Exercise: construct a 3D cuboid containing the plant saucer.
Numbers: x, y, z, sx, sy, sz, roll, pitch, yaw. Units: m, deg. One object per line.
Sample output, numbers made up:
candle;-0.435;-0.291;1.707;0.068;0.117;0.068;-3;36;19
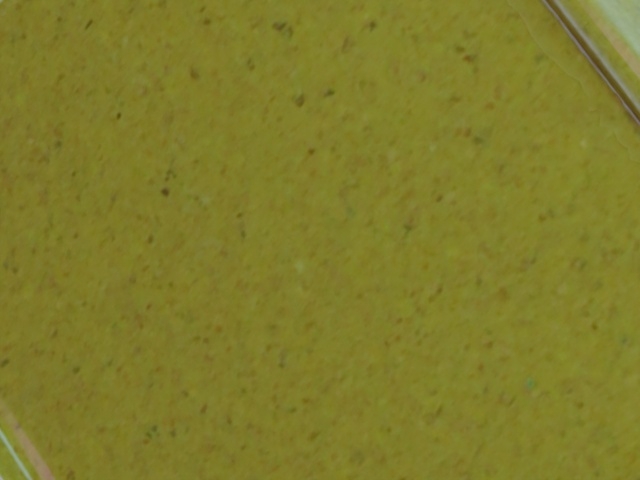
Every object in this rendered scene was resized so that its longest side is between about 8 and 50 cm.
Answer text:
plant saucer;0.000;0.000;0.509;0.333;0.081;0.333;-44;72;29
